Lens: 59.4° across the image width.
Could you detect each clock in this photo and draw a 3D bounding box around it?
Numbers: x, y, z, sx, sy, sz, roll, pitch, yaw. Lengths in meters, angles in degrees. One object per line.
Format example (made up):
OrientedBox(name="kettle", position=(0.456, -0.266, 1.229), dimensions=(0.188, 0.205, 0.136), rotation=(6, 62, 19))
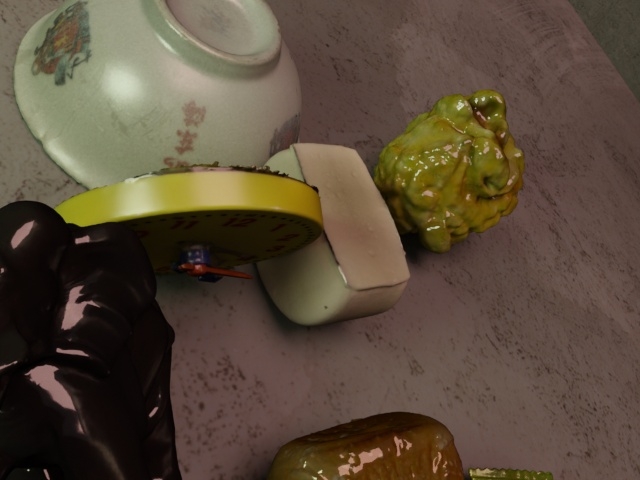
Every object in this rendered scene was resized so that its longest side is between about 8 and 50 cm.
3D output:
OrientedBox(name="clock", position=(-0.136, 0.004, 0.597), dimensions=(0.277, 0.293, 0.071), rotation=(-2, 75, -29))

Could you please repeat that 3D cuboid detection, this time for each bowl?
OrientedBox(name="bowl", position=(-0.177, -0.251, 0.788), dimensions=(0.435, 0.196, 0.434), rotation=(17, 53, -25))

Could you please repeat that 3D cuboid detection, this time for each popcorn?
OrientedBox(name="popcorn", position=(0.218, -0.115, 0.960), dimensions=(0.250, 0.235, 0.241), rotation=(-33, 100, -32))

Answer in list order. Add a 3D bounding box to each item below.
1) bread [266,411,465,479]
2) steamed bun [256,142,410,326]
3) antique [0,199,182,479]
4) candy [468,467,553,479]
OrientedBox(name="bread", position=(0.046, 0.315, 0.584), dimensions=(0.196, 0.176, 0.246), rotation=(-4, 78, -25))
OrientedBox(name="steamed bun", position=(0.000, 0.000, 0.765), dimensions=(0.146, 0.164, 0.241), rotation=(-4, 62, -39))
OrientedBox(name="antique", position=(-0.218, 0.117, 0.457), dimensions=(0.185, 0.322, 0.255), rotation=(-7, 77, -3))
OrientedBox(name="candy", position=(0.279, 0.430, 0.741), dimensions=(0.149, 0.069, 0.246), rotation=(10, 61, -24))
